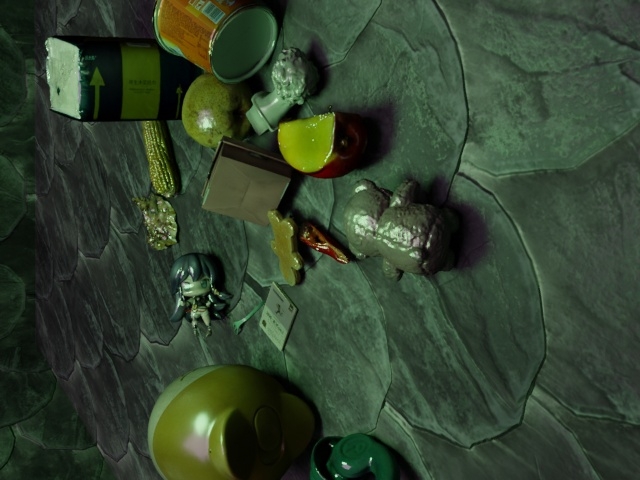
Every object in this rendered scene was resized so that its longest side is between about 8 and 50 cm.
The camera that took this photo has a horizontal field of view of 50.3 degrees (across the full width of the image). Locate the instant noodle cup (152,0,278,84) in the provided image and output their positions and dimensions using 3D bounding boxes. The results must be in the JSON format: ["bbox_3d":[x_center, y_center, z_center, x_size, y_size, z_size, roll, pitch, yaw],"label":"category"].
[{"bbox_3d":[-0.266,-0.568,1.812,0.214,0.296,0.296,43,131,25],"label":"instant noodle cup"}]

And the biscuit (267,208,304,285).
[{"bbox_3d":[-0.093,0.024,1.891,0.153,0.030,0.234,35,142,49],"label":"biscuit"}]

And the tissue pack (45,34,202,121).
[{"bbox_3d":[-0.613,-0.504,2.134,0.264,0.416,0.253,23,117,46],"label":"tissue pack"}]

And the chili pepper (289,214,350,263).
[{"bbox_3d":[0.000,0.000,1.800,0.268,0.050,0.059,33,97,40],"label":"chili pepper"}]

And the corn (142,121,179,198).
[{"bbox_3d":[-0.563,-0.303,2.389,0.097,0.097,0.320,-18,83,52],"label":"corn"}]

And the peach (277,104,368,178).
[{"bbox_3d":[0.004,-0.224,1.642,0.267,0.158,0.154,1,89,49],"label":"peach"}]

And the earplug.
[{"bbox_3d":[0.083,0.613,1.767,0.257,0.163,0.280,47,132,23],"label":"earplug"}]

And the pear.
[{"bbox_3d":[-0.280,-0.371,1.934,0.211,0.188,0.229,27,91,35],"label":"pear"}]

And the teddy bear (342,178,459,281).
[{"bbox_3d":[0.170,-0.020,1.496,0.267,0.151,0.236,23,114,45],"label":"teddy bear"}]

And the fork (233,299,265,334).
[{"bbox_3d":[-0.237,0.243,2.177,0.235,0.021,0.039,-46,67,47],"label":"fork"}]

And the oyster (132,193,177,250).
[{"bbox_3d":[-0.605,-0.070,2.515,0.222,0.083,0.214,-9,95,45],"label":"oyster"}]

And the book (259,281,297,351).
[{"bbox_3d":[-0.128,0.230,2.044,0.127,0.014,0.182,47,133,34],"label":"book"}]

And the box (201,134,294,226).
[{"bbox_3d":[-0.205,-0.156,1.875,0.086,0.215,0.215,-88,21,-46],"label":"box"}]

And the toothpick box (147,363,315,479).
[{"bbox_3d":[-0.269,0.568,1.994,0.425,0.408,0.409,-15,87,46],"label":"toothpick box"}]

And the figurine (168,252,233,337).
[{"bbox_3d":[-0.412,0.172,2.264,0.197,0.175,0.265,20,107,53],"label":"figurine"}]

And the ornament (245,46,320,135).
[{"bbox_3d":[-0.104,-0.368,1.777,0.130,0.120,0.285,48,138,6],"label":"ornament"}]
